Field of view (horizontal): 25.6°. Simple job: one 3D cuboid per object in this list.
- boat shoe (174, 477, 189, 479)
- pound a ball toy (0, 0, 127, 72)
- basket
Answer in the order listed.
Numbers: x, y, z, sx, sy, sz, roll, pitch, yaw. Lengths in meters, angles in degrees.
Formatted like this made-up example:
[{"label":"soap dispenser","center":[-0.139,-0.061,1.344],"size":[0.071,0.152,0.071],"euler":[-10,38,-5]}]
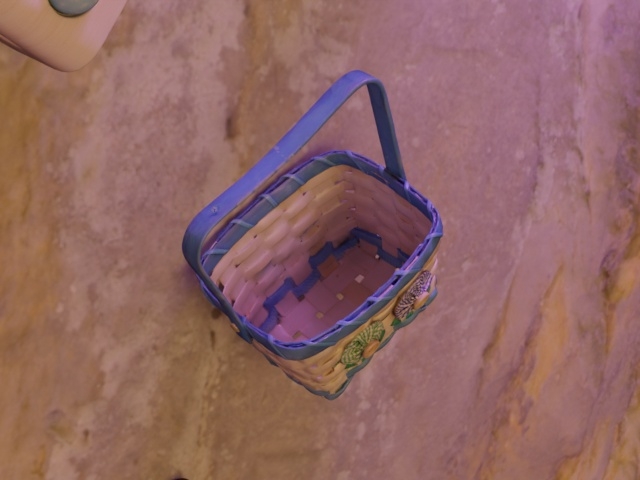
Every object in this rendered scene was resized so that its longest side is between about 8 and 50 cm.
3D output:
[{"label":"boat shoe","center":[-0.175,0.315,1.489],"size":[0.135,0.050,0.045],"euler":[-44,123,-17]},{"label":"pound a ball toy","center":[-0.266,-0.292,1.093],"size":[0.319,0.136,0.208],"euler":[34,82,-52]},{"label":"basket","center":[0.000,0.000,1.404],"size":[0.255,0.201,0.289],"euler":[-44,139,-15]}]
